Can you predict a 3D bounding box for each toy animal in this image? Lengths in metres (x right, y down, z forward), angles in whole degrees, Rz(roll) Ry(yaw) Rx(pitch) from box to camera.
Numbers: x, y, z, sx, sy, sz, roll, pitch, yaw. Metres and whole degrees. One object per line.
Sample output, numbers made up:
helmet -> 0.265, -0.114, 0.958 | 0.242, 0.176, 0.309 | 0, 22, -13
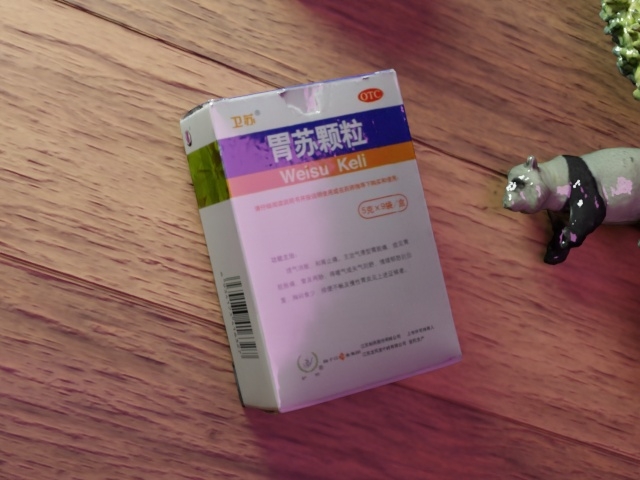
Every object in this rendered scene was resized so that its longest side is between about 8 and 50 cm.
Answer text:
toy animal -> 0.298, -0.042, 1.367 | 0.225, 0.094, 0.121 | -3, 77, -12

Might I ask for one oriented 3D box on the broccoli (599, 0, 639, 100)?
broccoli -> 0.432, -0.233, 1.364 | 0.288, 0.260, 0.235 | 13, 116, -22

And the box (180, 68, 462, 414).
box -> 0.000, 0.000, 1.243 | 0.200, 0.106, 0.299 | -13, 91, -23
